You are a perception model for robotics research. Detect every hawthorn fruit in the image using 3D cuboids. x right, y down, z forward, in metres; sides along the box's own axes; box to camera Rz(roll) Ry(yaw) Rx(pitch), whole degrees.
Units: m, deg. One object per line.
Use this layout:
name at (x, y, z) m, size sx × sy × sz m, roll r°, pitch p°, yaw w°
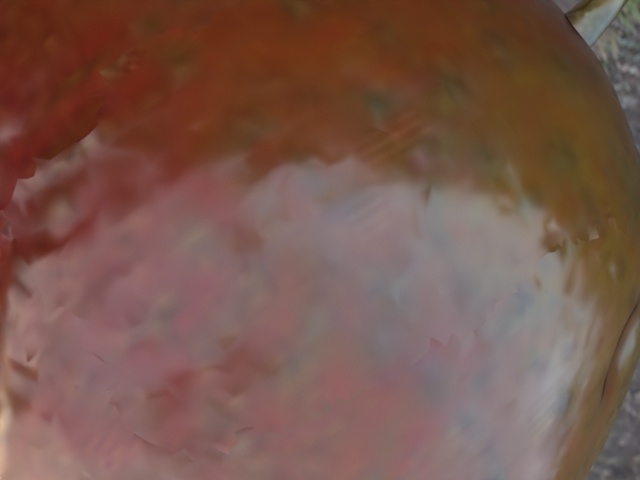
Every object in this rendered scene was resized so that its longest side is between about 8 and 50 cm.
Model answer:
hawthorn fruit at (0.000, 0.000, 0.532) m, size 0.298 × 0.277 × 0.277 m, roll -36°, pitch 136°, yaw -11°
